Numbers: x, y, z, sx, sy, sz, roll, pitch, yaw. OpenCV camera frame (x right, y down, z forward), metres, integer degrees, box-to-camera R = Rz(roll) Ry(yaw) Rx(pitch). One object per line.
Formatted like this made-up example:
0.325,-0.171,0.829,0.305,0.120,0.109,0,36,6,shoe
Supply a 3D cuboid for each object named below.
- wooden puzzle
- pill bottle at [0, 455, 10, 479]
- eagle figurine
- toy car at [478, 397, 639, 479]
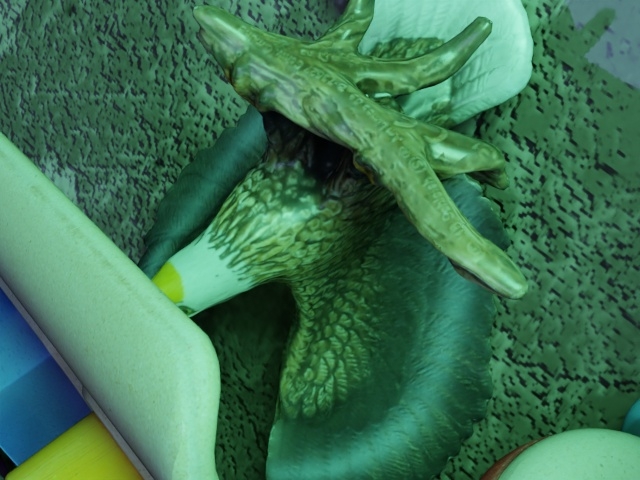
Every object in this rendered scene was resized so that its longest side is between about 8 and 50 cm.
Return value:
-0.091,0.129,0.541,0.322,0.080,0.347,36,153,49,wooden puzzle
-0.315,0.200,0.820,0.169,0.169,0.301,-41,80,32,pill bottle
-0.011,0.002,0.601,0.298,0.225,0.226,98,171,-59,eagle figurine
0.121,0.216,0.571,0.210,0.219,0.238,56,151,9,toy car
